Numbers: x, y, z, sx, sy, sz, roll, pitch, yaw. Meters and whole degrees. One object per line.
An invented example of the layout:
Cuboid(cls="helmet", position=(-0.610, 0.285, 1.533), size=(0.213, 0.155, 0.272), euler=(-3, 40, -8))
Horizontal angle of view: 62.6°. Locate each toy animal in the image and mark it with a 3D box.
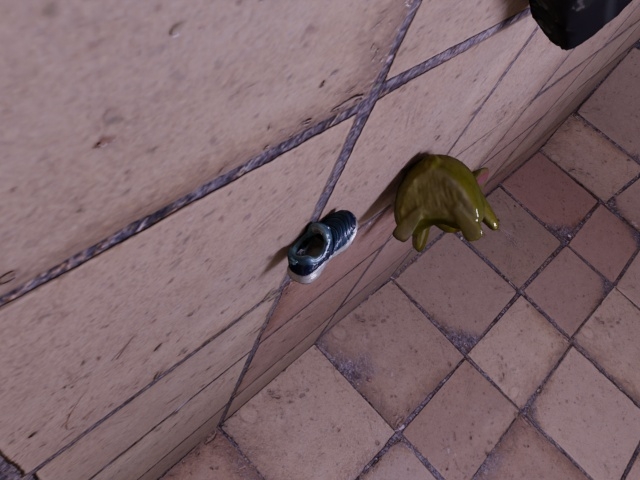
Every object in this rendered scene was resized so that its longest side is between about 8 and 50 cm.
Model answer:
Cuboid(cls="toy animal", position=(0.275, -0.077, 1.114), size=(0.181, 0.180, 0.363), euler=(-10, 176, 25))

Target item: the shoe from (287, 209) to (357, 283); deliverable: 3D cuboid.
Cuboid(cls="shoe", position=(0.000, 0.000, 0.817), size=(0.143, 0.064, 0.071), euler=(-45, 150, -20))

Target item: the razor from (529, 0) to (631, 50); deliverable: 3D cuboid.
Cuboid(cls="razor", position=(0.402, -0.406, 0.637), size=(0.349, 0.113, 0.204), euler=(-49, 162, 20))
